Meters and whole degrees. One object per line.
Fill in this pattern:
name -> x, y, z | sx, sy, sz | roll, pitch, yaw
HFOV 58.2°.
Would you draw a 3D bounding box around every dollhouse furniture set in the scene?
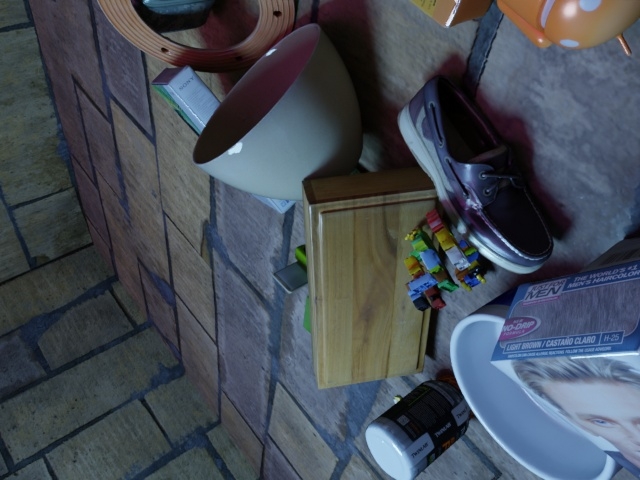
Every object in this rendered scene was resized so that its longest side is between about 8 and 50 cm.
dollhouse furniture set -> 0.000, 0.000, 1.083 | 0.197, 0.151, 0.302 | 43, 145, 30

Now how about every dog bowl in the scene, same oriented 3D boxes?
dog bowl -> 0.309, 0.195, 0.788 | 0.265, 0.104, 0.265 | 46, 151, 34

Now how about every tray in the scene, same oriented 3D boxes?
tray -> 0.083, 0.081, 0.961 | 0.076, 0.202, 0.411 | -107, 11, -52

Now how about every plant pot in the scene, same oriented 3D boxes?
plant pot -> -0.042, -0.173, 0.932 | 0.191, 0.284, 0.284 | 41, 160, -27

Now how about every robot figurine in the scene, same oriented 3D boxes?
robot figurine -> 0.223, -0.270, 0.534 | 0.219, 0.128, 0.158 | 51, 124, 19

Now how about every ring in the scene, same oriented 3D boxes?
ring -> -0.210, -0.407, 0.969 | 0.336, 0.336, 0.032 | 133, 145, -59

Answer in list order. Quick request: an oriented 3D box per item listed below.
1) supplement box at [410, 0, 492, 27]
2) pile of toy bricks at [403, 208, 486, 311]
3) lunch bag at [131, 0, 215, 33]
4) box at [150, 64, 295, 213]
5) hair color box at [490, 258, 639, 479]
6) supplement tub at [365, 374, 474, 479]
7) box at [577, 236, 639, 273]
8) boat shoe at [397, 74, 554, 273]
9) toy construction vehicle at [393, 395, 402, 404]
supplement box -> 0.108, -0.357, 0.692 | 0.233, 0.078, 0.080 | 47, 147, 23
pile of toy bricks -> 0.158, 0.023, 0.817 | 0.212, 0.118, 0.105 | 28, -147, -62
lunch bag -> -0.307, -0.574, 1.041 | 0.256, 0.212, 0.305 | -37, 81, 50
box -> -0.193, -0.202, 1.145 | 0.322, 0.058, 0.232 | 50, 172, -26
hair color box -> 0.359, 0.169, 0.568 | 0.347, 0.105, 0.174 | 38, 153, -13
supplement tub -> 0.184, 0.330, 1.031 | 0.117, 0.190, 0.117 | 39, 144, 36
box -> 0.358, 0.044, 0.612 | 0.087, 0.101, 0.101 | 63, 150, 1
boat shoe -> 0.205, -0.089, 0.743 | 0.285, 0.102, 0.092 | 60, 156, 16
toy construction vehicle -> 0.189, 0.372, 1.216 | 0.098, 0.035, 0.086 | -4, 110, 58
